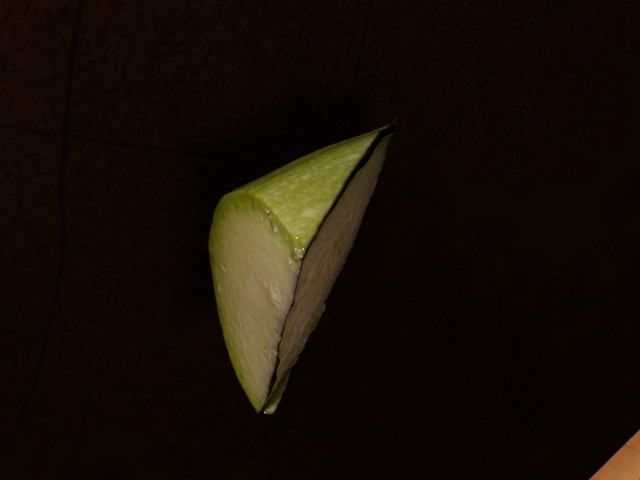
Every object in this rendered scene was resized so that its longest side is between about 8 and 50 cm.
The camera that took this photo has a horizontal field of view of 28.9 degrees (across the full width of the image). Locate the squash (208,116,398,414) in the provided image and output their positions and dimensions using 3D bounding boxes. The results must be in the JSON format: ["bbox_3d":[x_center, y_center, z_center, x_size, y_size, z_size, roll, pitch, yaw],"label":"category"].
[{"bbox_3d":[-0.023,-0.008,0.825,0.192,0.085,0.184,108,9,-47],"label":"squash"}]
